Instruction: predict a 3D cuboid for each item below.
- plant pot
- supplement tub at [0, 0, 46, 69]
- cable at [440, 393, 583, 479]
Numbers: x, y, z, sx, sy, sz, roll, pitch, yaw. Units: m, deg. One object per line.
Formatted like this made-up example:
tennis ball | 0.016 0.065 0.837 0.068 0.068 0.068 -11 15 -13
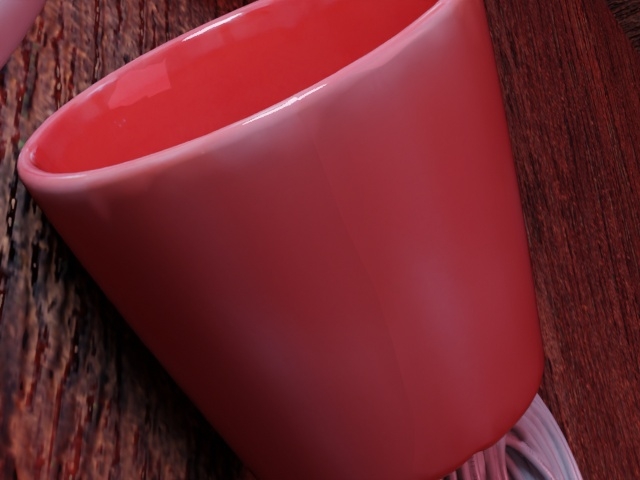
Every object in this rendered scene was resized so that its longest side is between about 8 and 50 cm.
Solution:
plant pot | 0.000 0.000 0.693 0.275 0.275 0.243 -65 136 -59
supplement tub | -0.255 -0.134 0.299 0.331 0.241 0.241 50 29 -28
cable | 0.144 0.220 0.945 0.257 0.089 0.257 39 35 -45
